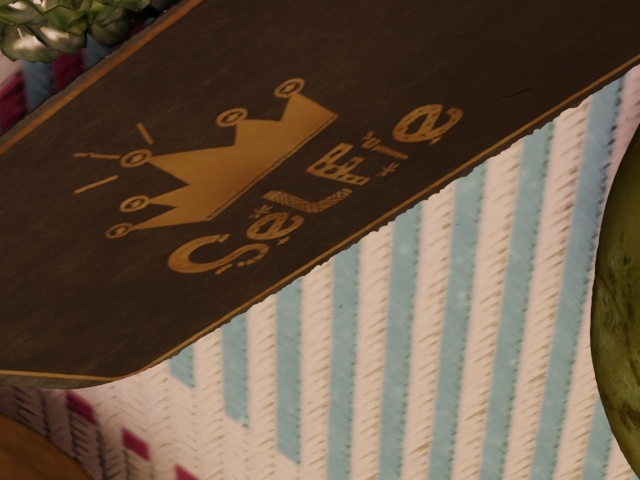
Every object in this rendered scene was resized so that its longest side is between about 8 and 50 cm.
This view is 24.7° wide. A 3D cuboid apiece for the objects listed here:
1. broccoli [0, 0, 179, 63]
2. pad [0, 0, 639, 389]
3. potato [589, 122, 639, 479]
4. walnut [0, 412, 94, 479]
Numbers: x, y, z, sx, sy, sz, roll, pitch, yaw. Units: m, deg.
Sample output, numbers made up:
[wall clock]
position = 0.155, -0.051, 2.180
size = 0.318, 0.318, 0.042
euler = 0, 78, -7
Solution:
[broccoli]
position = -0.108, -0.181, 0.481
size = 0.288, 0.248, 0.246
euler = -21, 96, -5
[pad]
position = 0.000, 0.000, 0.592
size = 0.375, 0.063, 0.315
euler = -32, 158, 25
[potato]
position = 0.222, 0.013, 0.606
size = 0.215, 0.216, 0.304
euler = 3, 138, 0
[walnut]
position = -0.240, 0.226, 0.761
size = 0.332, 0.333, 0.333
euler = 1, 130, 2
